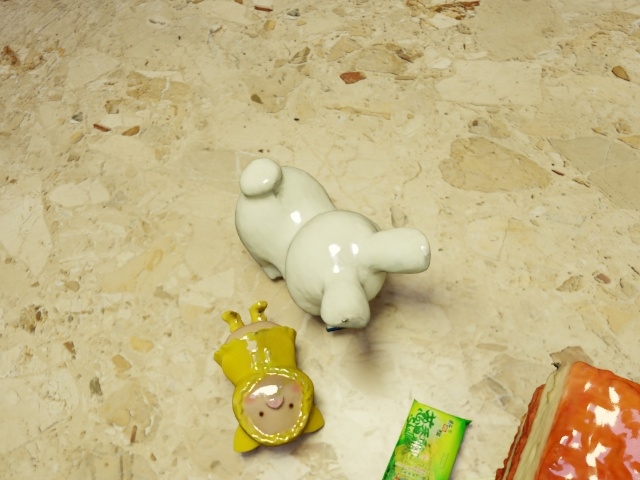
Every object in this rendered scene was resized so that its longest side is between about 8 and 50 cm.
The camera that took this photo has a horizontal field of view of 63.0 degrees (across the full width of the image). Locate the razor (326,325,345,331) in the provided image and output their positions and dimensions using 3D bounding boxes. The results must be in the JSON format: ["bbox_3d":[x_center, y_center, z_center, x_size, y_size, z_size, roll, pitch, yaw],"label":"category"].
[{"bbox_3d":[0.031,0.097,0.944,0.044,0.028,0.155,-16,49,15],"label":"razor"}]

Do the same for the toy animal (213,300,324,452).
[{"bbox_3d":[-0.093,0.216,0.851,0.156,0.156,0.230,-18,69,1],"label":"toy animal"}]

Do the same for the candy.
[{"bbox_3d":[0.151,0.321,0.767,0.102,0.032,0.178,14,49,26],"label":"candy"}]

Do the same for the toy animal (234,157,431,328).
[{"bbox_3d":[0.002,0.004,0.847,0.196,0.241,0.367,-44,48,-9],"label":"toy animal"}]

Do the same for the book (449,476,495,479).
[{"bbox_3d":[0.279,0.472,0.683,0.427,0.039,0.300,-7,59,8],"label":"book"}]

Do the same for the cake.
[{"bbox_3d":[0.319,0.325,0.549,0.269,0.320,0.270,20,64,23],"label":"cake"}]
